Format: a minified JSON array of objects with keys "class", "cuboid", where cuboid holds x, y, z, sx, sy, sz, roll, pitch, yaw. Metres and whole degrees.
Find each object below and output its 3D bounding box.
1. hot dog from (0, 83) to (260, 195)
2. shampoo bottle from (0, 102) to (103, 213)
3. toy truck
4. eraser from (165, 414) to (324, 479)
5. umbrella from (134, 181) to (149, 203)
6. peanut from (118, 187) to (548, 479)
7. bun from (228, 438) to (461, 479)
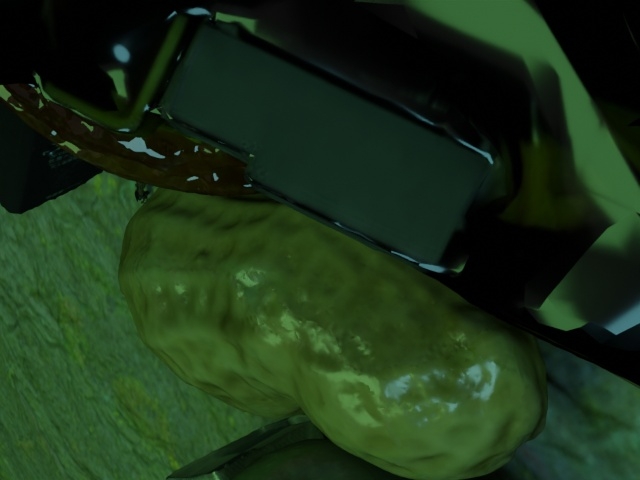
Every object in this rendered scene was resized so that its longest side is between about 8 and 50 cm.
[{"class":"hot dog","cuboid":[-0.093,-0.208,0.706,0.267,0.174,0.387,-40,73,23]},{"class":"shampoo bottle","cuboid":[-0.180,-0.135,1.000,0.071,0.098,0.309,55,149,18]},{"class":"toy truck","cuboid":[0.051,-0.067,0.446,0.405,0.181,0.254,26,178,2]},{"class":"eraser","cuboid":[0.025,0.329,1.017,0.096,0.098,0.404,-28,87,60]},{"class":"umbrella","cuboid":[-0.134,-0.061,1.066,0.031,0.020,0.083,47,151,30]},{"class":"peanut","cuboid":[-0.001,0.037,0.776,0.305,0.147,0.147,12,122,50]},{"class":"bun","cuboid":[0.045,0.245,0.751,0.187,0.293,0.293,-13,101,42]}]
